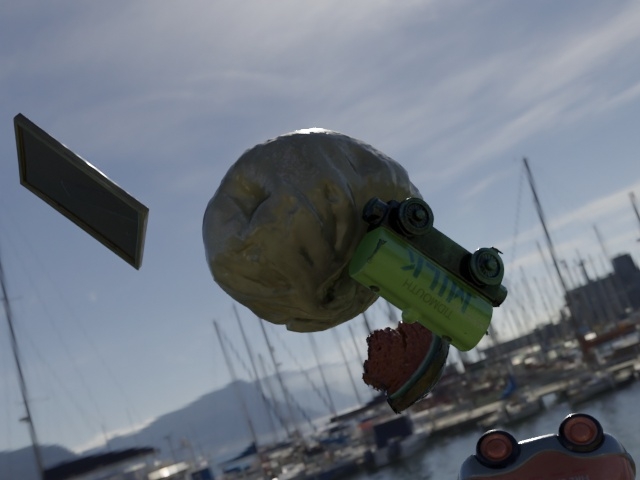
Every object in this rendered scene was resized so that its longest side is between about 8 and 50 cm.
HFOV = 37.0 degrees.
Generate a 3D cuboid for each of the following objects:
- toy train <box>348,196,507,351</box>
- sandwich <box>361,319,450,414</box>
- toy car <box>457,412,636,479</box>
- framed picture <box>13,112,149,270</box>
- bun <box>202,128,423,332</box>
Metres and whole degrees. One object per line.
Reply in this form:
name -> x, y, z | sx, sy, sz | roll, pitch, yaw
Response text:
toy train -> 0.150, 0.049, 1.351 | 0.105, 0.253, 0.157 | -27, 33, 57
sandwich -> 0.163, 0.232, 1.781 | 0.159, 0.079, 0.235 | -8, 38, 17
toy car -> 0.345, 0.403, 1.422 | 0.271, 0.212, 0.180 | -12, -44, 7
framed picture -> -0.475, -0.090, 1.892 | 0.020, 0.324, 0.240 | -50, -10, -31
bun -> 0.000, 0.000, 1.490 | 0.360, 0.211, 0.359 | -16, -53, -22
